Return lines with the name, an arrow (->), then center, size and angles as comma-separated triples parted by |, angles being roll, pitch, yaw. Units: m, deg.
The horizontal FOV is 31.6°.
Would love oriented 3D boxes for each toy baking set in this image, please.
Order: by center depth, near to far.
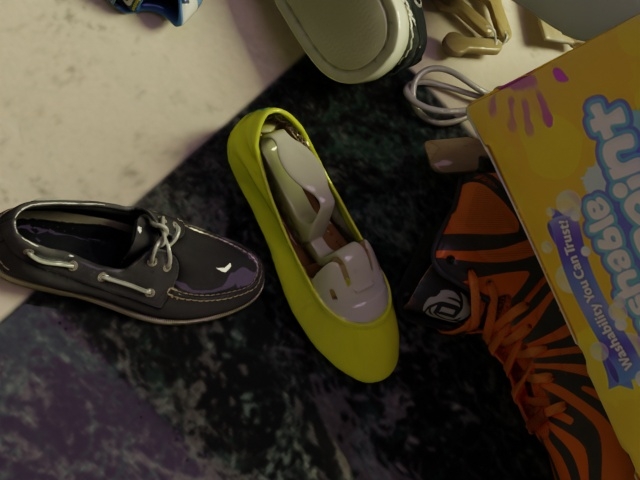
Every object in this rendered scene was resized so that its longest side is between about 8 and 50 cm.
toy baking set -> 0.173, -0.139, 1.022 | 0.196, 0.030, 0.256 | 21, 60, -11

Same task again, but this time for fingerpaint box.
fingerpaint box -> 0.338, 0.052, 0.845 | 0.371, 0.163, 0.445 | -16, 81, -55

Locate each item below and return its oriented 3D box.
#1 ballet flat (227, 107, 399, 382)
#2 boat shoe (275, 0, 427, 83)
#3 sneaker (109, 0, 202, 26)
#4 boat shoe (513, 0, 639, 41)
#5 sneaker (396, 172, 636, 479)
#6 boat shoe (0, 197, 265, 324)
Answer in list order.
ballet flat -> 0.000, 0.000, 0.860 | 0.077, 0.077, 0.231 | -24, 83, -30
boat shoe -> -0.004, -0.283, 0.950 | 0.113, 0.127, 0.340 | -9, 64, -57
sneaker -> -0.155, -0.216, 0.886 | 0.144, 0.053, 0.059 | 21, 66, -15
boat shoe -> 0.192, -0.239, 0.947 | 0.102, 0.301, 0.108 | -20, 120, -39
sneaker -> 0.151, 0.089, 0.884 | 0.180, 0.125, 0.321 | 7, 58, -18
boat shoe -> -0.130, 0.012, 0.804 | 0.206, 0.065, 0.075 | 10, 67, -21
